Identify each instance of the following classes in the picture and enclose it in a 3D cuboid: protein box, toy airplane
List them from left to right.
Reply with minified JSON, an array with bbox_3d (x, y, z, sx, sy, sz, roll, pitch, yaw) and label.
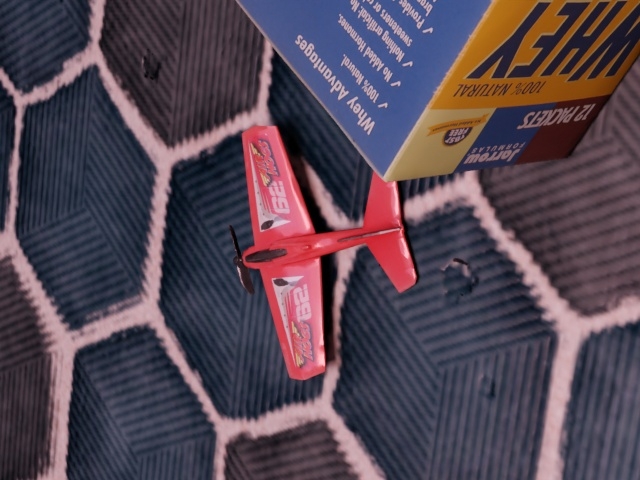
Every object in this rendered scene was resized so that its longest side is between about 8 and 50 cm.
[{"bbox_3d":[0.000,0.000,0.963,0.151,0.028,0.151,11,106,45],"label":"toy airplane"},{"bbox_3d":[0.065,-0.171,0.787,0.200,0.136,0.201,52,130,27],"label":"protein box"}]
